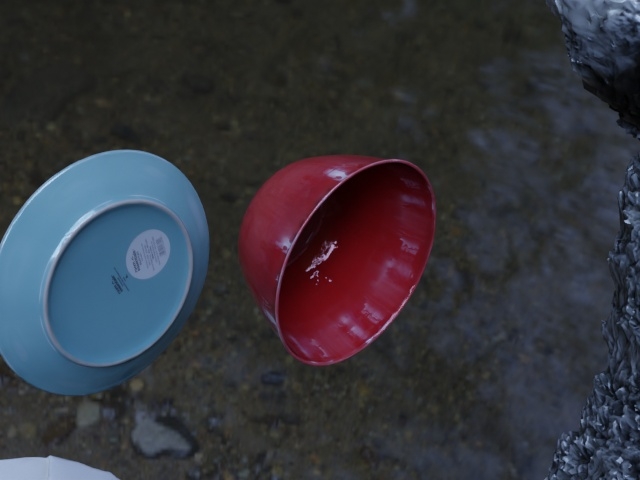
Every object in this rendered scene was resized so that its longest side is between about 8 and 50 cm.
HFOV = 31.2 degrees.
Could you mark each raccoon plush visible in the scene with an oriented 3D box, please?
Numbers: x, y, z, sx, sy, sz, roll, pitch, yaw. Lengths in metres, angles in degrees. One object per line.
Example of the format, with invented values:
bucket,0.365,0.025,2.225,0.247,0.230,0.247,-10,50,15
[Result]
raccoon plush,0.220,0.039,0.853,0.446,0.299,0.216,50,9,-1

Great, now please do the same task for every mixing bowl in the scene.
mixing bowl,0.000,0.000,0.935,0.181,0.181,0.098,-29,45,-33

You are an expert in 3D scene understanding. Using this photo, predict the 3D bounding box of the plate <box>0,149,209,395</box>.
plate,-0.148,0.028,0.820,0.188,0.188,0.024,-30,37,-33

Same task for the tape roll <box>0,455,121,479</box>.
tape roll,-0.286,0.340,1.105,0.286,0.286,0.100,0,36,-10
